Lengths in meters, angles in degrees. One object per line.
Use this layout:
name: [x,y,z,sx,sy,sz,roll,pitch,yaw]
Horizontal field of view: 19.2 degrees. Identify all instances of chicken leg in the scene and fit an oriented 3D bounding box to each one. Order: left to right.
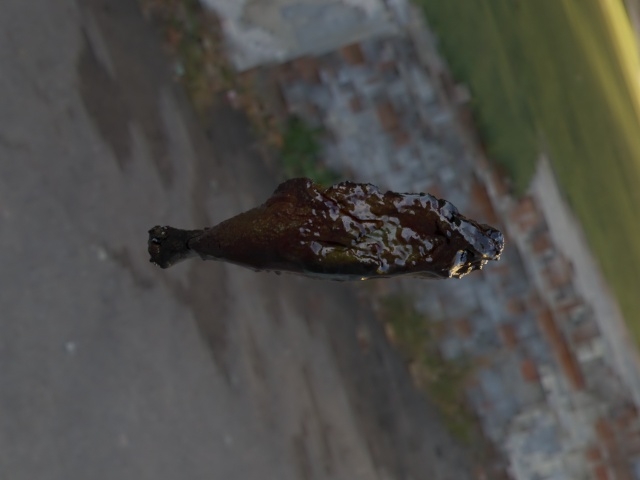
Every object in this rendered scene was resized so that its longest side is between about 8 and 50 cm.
chicken leg: [-0.001,-0.001,0.741,0.062,0.145,0.037,60,32,-76]
